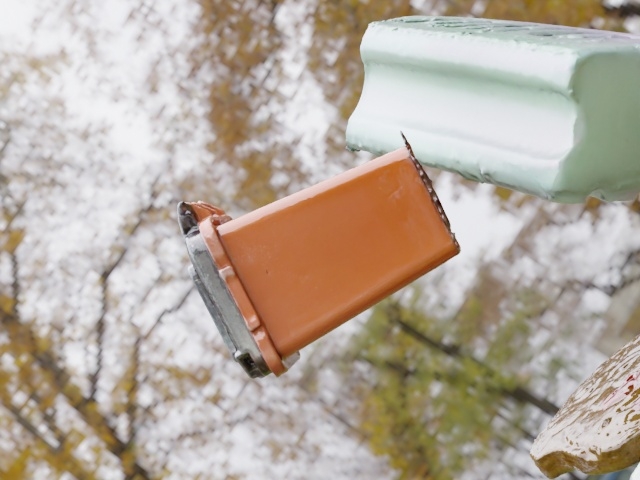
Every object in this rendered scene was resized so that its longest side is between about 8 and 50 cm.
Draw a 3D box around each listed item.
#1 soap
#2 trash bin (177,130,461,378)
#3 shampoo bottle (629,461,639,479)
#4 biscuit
[{"bbox_3d":[0.207,-0.153,1.636,0.261,0.446,0.156,-6,-77,-32],"label":"soap"},{"bbox_3d":[0.000,0.000,1.440,0.238,0.184,0.161,-29,-1,5],"label":"trash bin"},{"bbox_3d":[0.393,0.113,1.354,0.071,0.153,0.284,-124,49,-66],"label":"shampoo bottle"},{"bbox_3d":[0.345,0.142,1.585,0.273,0.049,0.257,-39,6,-26],"label":"biscuit"}]
